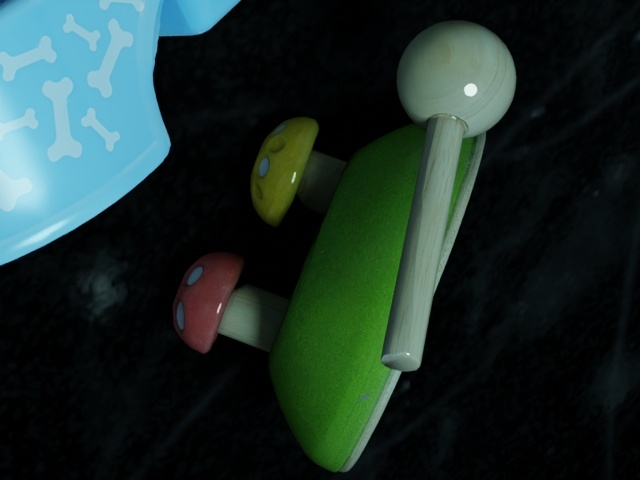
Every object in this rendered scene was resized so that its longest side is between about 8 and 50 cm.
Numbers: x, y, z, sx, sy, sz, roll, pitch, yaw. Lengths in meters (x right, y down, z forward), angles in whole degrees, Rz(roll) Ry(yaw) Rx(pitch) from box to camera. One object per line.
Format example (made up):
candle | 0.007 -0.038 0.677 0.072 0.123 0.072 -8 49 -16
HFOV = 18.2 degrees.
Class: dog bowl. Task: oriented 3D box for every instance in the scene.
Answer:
dog bowl | -0.099 -0.094 0.737 0.297 0.166 0.074 -48 129 -41

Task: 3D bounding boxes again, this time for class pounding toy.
pounding toy | 0.000 0.000 0.941 0.237 0.110 0.183 114 -2 -67
